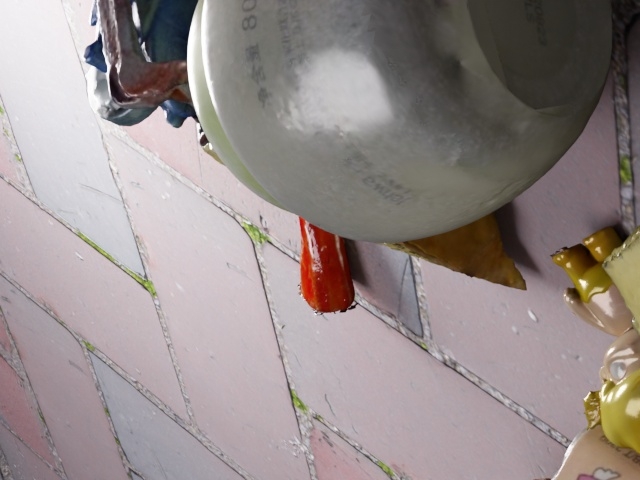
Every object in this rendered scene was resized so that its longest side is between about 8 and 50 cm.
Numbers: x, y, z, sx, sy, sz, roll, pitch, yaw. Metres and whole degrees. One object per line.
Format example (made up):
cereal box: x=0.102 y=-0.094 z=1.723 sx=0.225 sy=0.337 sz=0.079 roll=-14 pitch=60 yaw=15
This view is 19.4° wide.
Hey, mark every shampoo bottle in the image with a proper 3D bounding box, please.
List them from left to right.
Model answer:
shampoo bottle: x=0.064 y=-0.162 z=1.537 sx=0.322 sy=0.322 sz=0.317 roll=59 pitch=150 yaw=-10

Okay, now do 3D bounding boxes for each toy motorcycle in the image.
toy motorcycle: x=-0.116 y=-0.257 z=1.873 sx=0.241 sy=0.319 sz=0.182 roll=5 pitch=166 yaw=17

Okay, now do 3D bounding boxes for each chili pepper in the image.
chili pepper: x=0.000 y=-0.003 z=2.203 sx=0.088 sy=0.065 sz=0.169 roll=48 pitch=152 yaw=49

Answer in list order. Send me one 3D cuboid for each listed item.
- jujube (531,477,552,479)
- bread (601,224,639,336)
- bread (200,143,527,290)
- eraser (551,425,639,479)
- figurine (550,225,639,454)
jujube: x=0.280 y=0.398 z=1.972 sx=0.377 sy=0.276 sz=0.276 roll=7 pitch=129 yaw=54
bread: x=0.340 y=0.101 z=1.422 sx=0.345 sy=0.242 sz=0.405 roll=50 pitch=133 yaw=-3
bread: x=0.068 y=-0.127 z=1.901 sx=0.315 sy=0.279 sz=0.248 roll=17 pitch=176 yaw=-31
eraser: x=0.375 y=0.263 z=1.743 sx=0.290 sy=0.171 sz=0.087 roll=31 pitch=121 yaw=42
figurine: x=0.301 y=0.107 z=1.728 sx=0.156 sy=0.131 sz=0.246 roll=-29 pitch=79 yaw=27
